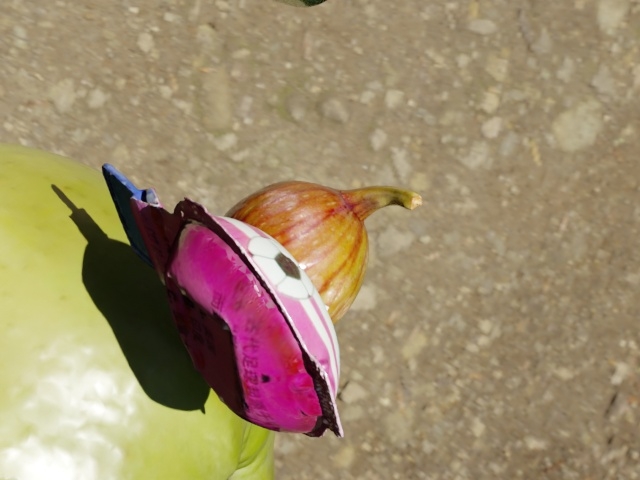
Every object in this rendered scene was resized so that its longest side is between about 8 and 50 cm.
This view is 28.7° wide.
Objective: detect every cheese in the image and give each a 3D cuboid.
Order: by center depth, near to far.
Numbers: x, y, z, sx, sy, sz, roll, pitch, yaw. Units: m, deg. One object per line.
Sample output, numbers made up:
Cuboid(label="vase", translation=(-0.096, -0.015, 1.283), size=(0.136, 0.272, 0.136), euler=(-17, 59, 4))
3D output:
Cuboid(label="cheese", translation=(-0.059, 0.029, 0.716), size=(0.062, 0.244, 0.155), euler=(-30, 131, -21))

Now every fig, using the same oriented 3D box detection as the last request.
Cuboid(label="fig", translation=(-0.006, 0.000, 1.318), size=(0.207, 0.175, 0.175), euler=(-44, 120, -3))

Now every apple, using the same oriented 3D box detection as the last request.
Cuboid(label="apple", translation=(-0.253, 0.150, 0.997), size=(0.474, 0.474, 0.473), euler=(-8, 108, -27))

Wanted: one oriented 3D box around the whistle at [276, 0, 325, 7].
Cuboid(label="whistle", translation=(-0.036, -0.269, 1.108), size=(0.131, 0.288, 0.106), euler=(31, 83, -38))
